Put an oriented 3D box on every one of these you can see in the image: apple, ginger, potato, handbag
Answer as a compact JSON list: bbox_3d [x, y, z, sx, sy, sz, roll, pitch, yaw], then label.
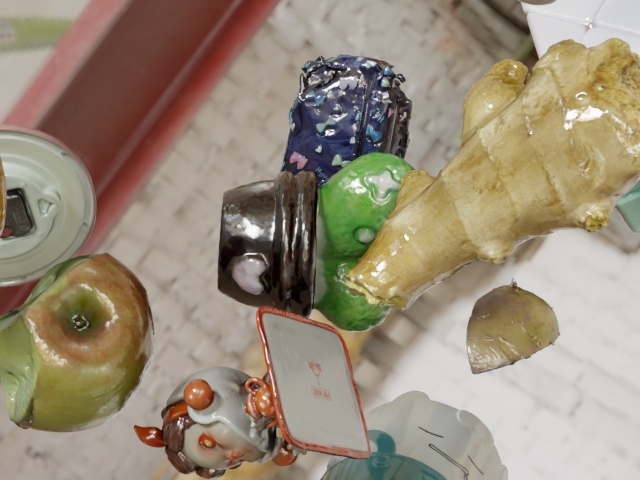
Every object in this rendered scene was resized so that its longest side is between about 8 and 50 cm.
[{"bbox_3d":[-0.263,0.113,1.656,0.174,0.207,0.188,37,-19,-20],"label":"apple"},{"bbox_3d":[0.175,-0.083,1.612,0.166,0.376,0.236,33,39,-68],"label":"ginger"},{"bbox_3d":[0.240,0.097,1.937,0.101,0.089,0.172,-8,11,24],"label":"potato"},{"bbox_3d":[0.037,-0.126,2.099,0.162,0.260,0.113,13,17,17],"label":"handbag"}]

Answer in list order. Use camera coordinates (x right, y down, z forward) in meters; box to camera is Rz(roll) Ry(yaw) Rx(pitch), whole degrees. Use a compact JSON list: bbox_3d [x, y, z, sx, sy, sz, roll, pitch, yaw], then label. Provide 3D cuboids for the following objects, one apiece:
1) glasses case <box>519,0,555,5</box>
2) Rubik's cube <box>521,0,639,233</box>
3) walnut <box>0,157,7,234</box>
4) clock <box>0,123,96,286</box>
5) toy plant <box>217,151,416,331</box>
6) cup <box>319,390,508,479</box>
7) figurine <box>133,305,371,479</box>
[{"bbox_3d":[0.213,-0.338,1.644,0.074,0.049,0.193,11,-44,39],"label":"glasses case"},{"bbox_3d":[0.506,-0.255,2.214,0.316,0.322,0.318,43,29,-48],"label":"Rubik's cube"},{"bbox_3d":[-0.385,-0.062,1.461,0.159,0.159,0.206,157,-84,-85],"label":"walnut"},{"bbox_3d":[-0.408,-0.041,1.950,0.244,0.244,0.056,40,14,-35],"label":"clock"},{"bbox_3d":[0.000,0.000,1.787,0.235,0.218,0.175,3,21,-3],"label":"toy plant"},{"bbox_3d":[0.123,0.366,1.912,0.290,0.219,0.257,43,32,-2],"label":"cup"},{"bbox_3d":[-0.096,0.193,1.688,0.183,0.226,0.160,23,49,-56],"label":"figurine"}]
